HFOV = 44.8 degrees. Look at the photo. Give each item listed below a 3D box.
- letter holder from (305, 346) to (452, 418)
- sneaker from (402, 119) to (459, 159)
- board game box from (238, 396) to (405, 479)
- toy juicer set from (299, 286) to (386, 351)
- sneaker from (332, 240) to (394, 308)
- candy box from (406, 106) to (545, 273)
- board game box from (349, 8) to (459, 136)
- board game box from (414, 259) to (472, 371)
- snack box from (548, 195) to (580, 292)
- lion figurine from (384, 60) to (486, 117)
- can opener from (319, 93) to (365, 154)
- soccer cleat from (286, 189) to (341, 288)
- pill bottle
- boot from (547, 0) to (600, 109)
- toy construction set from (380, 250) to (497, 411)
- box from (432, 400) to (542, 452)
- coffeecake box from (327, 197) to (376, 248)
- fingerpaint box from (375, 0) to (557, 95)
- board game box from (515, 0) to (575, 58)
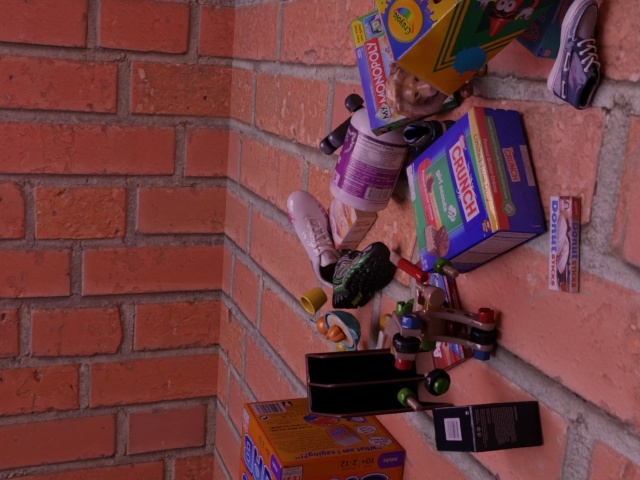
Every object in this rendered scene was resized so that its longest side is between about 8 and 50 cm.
[{"bbox_3d":[0.142,0.341,1.881,0.214,0.302,0.152,161,107,-67],"label":"letter holder"},{"bbox_3d":[0.239,-0.245,1.858,0.217,0.121,0.079,154,114,-67],"label":"sneaker"},{"bbox_3d":[-0.013,0.687,2.215,0.356,0.357,0.356,-143,56,-64],"label":"board game box"},{"bbox_3d":[0.070,0.281,2.213,0.329,0.089,0.209,30,147,43],"label":"toy juicer set"},{"bbox_3d":[0.101,0.080,2.207,0.343,0.134,0.146,129,136,-59],"label":"sneaker"},{"bbox_3d":[0.318,-0.095,1.662,0.317,0.122,0.268,139,127,-61],"label":"candy box"},{"bbox_3d":[0.198,-0.432,1.882,0.214,0.046,0.317,-18,68,21],"label":"board game box"},{"bbox_3d":[0.290,0.165,1.874,0.145,0.027,0.281,128,136,-59],"label":"board game box"},{"bbox_3d":[0.455,0.006,1.451,0.064,0.022,0.178,-171,81,-70],"label":"snack box"},{"bbox_3d":[0.227,-0.441,1.719,0.142,0.240,0.392,127,138,-58],"label":"lion figurine"},{"bbox_3d":[0.063,-0.331,2.161,0.076,0.283,0.095,-36,96,36],"label":"can opener"},{"bbox_3d":[0.000,0.000,2.383,0.331,0.116,0.143,66,174,-20],"label":"soccer cleat"},{"bbox_3d":[0.142,-0.241,2.024,0.169,0.169,0.301,-123,45,-54],"label":"pill bottle"},{"bbox_3d":[0.466,-0.329,1.367,0.086,0.069,0.190,-127,33,-46],"label":"boot"},{"bbox_3d":[0.213,0.150,1.693,0.237,0.257,0.308,37,150,58],"label":"toy construction set"},{"bbox_3d":[0.337,0.378,1.581,0.156,0.158,0.093,147,120,-66],"label":"box"},{"bbox_3d":[0.091,-0.079,2.315,0.185,0.068,0.142,121,142,-55],"label":"coffeecake box"},{"bbox_3d":[0.271,-0.566,1.476,0.371,0.163,0.444,-40,44,34],"label":"fingerpaint box"},{"bbox_3d":[0.426,-0.475,1.472,0.160,0.047,0.210,-116,34,-47],"label":"board game box"}]
